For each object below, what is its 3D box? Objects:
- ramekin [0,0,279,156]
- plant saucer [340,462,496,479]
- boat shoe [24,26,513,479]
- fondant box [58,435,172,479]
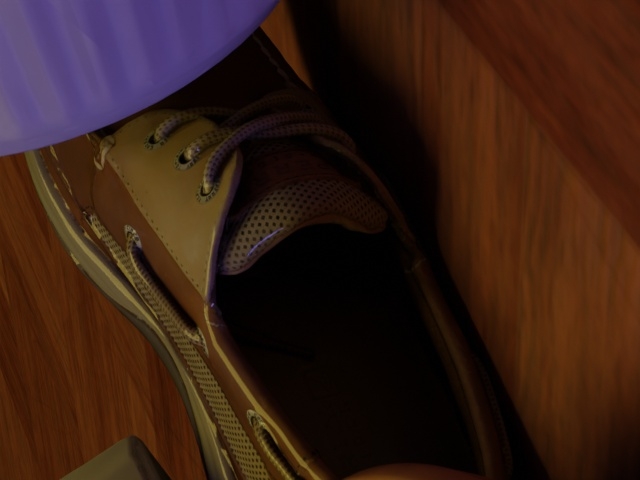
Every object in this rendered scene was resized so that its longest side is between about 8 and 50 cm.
[{"bbox_3d":[-0.121,-0.142,0.698,0.273,0.273,0.127,-122,12,-49],"label":"ramekin"},{"bbox_3d":[0.068,0.151,0.596,0.200,0.037,0.200,34,140,34],"label":"plant saucer"},{"bbox_3d":[-0.015,0.001,0.736,0.324,0.122,0.120,61,154,17],"label":"boat shoe"},{"bbox_3d":[-0.090,0.266,0.805,0.330,0.238,0.096,60,177,-37],"label":"fondant box"}]
